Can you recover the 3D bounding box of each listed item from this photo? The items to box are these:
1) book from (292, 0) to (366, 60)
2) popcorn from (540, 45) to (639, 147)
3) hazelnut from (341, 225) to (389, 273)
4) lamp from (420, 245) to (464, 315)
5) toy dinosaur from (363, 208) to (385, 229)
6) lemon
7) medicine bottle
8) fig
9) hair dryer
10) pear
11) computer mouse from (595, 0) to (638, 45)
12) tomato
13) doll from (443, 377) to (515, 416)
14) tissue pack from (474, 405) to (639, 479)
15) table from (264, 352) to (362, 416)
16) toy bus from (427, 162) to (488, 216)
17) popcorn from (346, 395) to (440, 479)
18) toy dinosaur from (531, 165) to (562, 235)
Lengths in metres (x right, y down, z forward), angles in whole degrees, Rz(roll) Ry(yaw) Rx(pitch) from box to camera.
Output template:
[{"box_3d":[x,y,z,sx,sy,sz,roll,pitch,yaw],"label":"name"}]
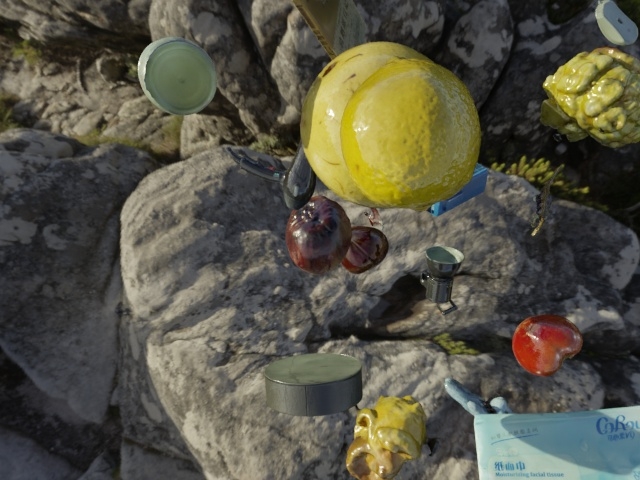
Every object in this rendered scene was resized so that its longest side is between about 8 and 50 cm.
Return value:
[{"box_3d":[0.033,-0.533,1.051,0.021,0.310,0.216,-3,69,29],"label":"book"},{"box_3d":[0.539,-0.269,0.867,0.218,0.189,0.169,24,95,-35],"label":"popcorn"},{"box_3d":[0.175,0.027,1.901,0.230,0.229,0.229,-1,83,4],"label":"hazelnut"},{"box_3d":[0.464,0.150,1.744,0.147,0.172,0.227,-16,122,-31],"label":"lamp"},{"box_3d":[0.210,-0.087,1.757,0.108,0.220,0.032,39,77,18],"label":"toy dinosaur"},{"box_3d":[0.112,-0.136,0.573,0.179,0.178,0.203,-12,95,3],"label":"lemon"},{"box_3d":[-0.293,-0.335,0.909,0.147,0.143,0.147,-10,116,-21],"label":"medicine bottle"},{"box_3d":[-0.007,-0.008,1.417,0.224,0.224,0.263,13,117,6],"label":"fig"},{"box_3d":[-0.135,-0.210,1.186,0.272,0.235,0.091,16,40,-1],"label":"hair dryer"},{"box_3d":[0.126,-0.236,0.942,0.349,0.348,0.348,-1,83,4],"label":"pear"},{"box_3d":[0.573,-0.425,0.876,0.110,0.032,0.056,40,75,-9],"label":"computer mouse"},{"box_3d":[0.781,0.350,1.578,0.140,0.200,0.233,39,93,-25],"label":"tomato"},{"box_3d":[0.349,0.346,0.937,0.180,0.120,0.075,45,105,14],"label":"doll"},{"box_3d":[0.373,0.347,0.660,0.263,0.089,0.177,-12,49,24],"label":"tissue pack"},{"box_3d":[-0.009,0.193,0.609,0.134,0.133,0.043,-4,92,4],"label":"table"},{"box_3d":[0.348,-0.144,1.194,0.185,0.090,0.106,-28,50,-18],"label":"toy bus"},{"box_3d":[0.209,0.637,1.446,0.281,0.297,0.316,43,77,11],"label":"popcorn"},{"box_3d":[0.444,-0.072,0.888,0.037,0.058,0.180,18,63,9],"label":"toy dinosaur"}]
